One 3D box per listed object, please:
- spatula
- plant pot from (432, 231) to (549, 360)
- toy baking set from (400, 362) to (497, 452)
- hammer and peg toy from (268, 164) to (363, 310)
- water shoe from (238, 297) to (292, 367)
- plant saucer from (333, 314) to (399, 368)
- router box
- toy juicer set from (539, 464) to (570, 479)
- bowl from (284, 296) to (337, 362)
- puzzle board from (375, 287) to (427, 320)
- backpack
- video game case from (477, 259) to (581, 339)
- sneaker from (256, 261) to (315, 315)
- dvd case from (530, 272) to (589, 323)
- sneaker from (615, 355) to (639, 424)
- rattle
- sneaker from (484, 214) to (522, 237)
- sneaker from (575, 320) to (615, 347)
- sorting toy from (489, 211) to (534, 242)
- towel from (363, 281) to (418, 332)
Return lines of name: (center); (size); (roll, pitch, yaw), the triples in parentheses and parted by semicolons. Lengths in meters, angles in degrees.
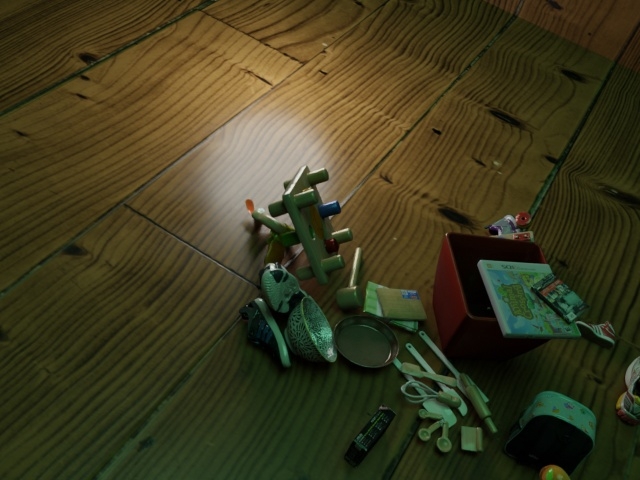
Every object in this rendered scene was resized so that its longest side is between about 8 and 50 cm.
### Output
spatula: (0.281, 0.338, 1.652); (0.168, 0.019, 0.242); (-23, 59, -30)
plant pot: (0.423, 0.166, 1.693); (0.267, 0.236, 0.267); (6, 47, -13)
toy baking set: (0.299, 0.386, 1.579); (0.197, 0.030, 0.256); (-6, 52, -20)
hammer and peg toy: (0.000, 0.000, 1.747); (0.127, 0.361, 0.266); (-17, 20, 16)
water shoe: (-0.134, 0.234, 1.612); (0.080, 0.073, 0.203); (-25, 53, -7)
plant saucer: (0.111, 0.257, 1.661); (0.168, 0.029, 0.168); (9, 38, -7)
router box: (0.109, 0.431, 1.470); (0.038, 0.092, 0.122); (36, 49, 18)
toy juicer set: (0.521, 0.595, 1.380); (0.089, 0.329, 0.209); (-30, 34, 6)
bowl: (-0.035, 0.227, 1.602); (0.080, 0.170, 0.170); (-26, 49, 14)
puzzle board: (0.212, 0.168, 1.750); (0.128, 0.011, 0.096); (6, 46, -24)
backpack: (0.534, 0.432, 1.519); (0.166, 0.188, 0.144); (29, 48, 12)
video game case: (0.485, 0.137, 1.560); (0.193, 0.023, 0.212); (4, 48, -16)
sneaker: (-0.117, 0.104, 1.638); (0.153, 0.235, 0.094); (34, 88, 31)
dvd case: (0.562, 0.134, 1.564); (0.087, 0.013, 0.119); (-26, 59, -36)
sneaker: (0.841, 0.374, 1.722); (0.088, 0.092, 0.225); (30, 47, 12)
rattle: (-0.161, -0.014, 1.839); (0.200, 0.143, 0.130); (28, 12, 27)
sneaker: (0.575, 0.032, 1.989); (0.098, 0.083, 0.223); (-22, 55, 3)
sneaker: (0.764, 0.244, 1.852); (0.118, 0.042, 0.067); (31, 52, 3)
sorting toy: (0.549, 0.040, 1.918); (0.132, 0.046, 0.274); (-7, 58, 19)
towel: (0.186, 0.176, 1.755); (0.152, 0.023, 0.113); (21, 42, -9)
